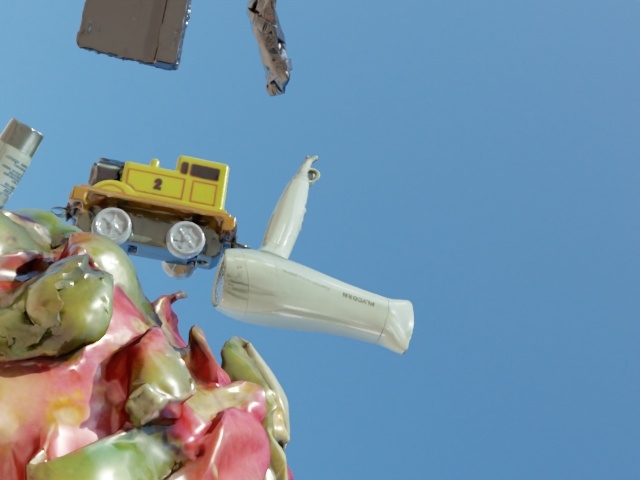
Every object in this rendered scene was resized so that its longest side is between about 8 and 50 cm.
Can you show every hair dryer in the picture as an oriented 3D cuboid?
[{"bbox_3d":[0.000,0.000,1.074,0.075,0.206,0.237,117,-17,-48],"label":"hair dryer"}]

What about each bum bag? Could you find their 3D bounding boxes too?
[{"bbox_3d":[-0.058,-0.233,1.195,0.058,0.034,0.124,-6,-80,59],"label":"bum bag"}]

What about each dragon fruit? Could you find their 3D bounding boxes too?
[{"bbox_3d":[-0.157,0.115,0.435,0.303,0.231,0.237,-22,-156,31],"label":"dragon fruit"}]

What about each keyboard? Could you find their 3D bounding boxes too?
[{"bbox_3d":[-0.094,-0.197,0.598,0.018,0.060,0.195,149,-48,-75],"label":"keyboard"}]

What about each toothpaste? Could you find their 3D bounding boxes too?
[{"bbox_3d":[-0.349,-0.011,1.001,0.039,0.062,0.239,28,-96,18],"label":"toothpaste"}]

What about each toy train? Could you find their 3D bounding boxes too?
[{"bbox_3d":[-0.181,-0.033,1.115,0.089,0.219,0.127,118,-19,-66],"label":"toy train"}]
